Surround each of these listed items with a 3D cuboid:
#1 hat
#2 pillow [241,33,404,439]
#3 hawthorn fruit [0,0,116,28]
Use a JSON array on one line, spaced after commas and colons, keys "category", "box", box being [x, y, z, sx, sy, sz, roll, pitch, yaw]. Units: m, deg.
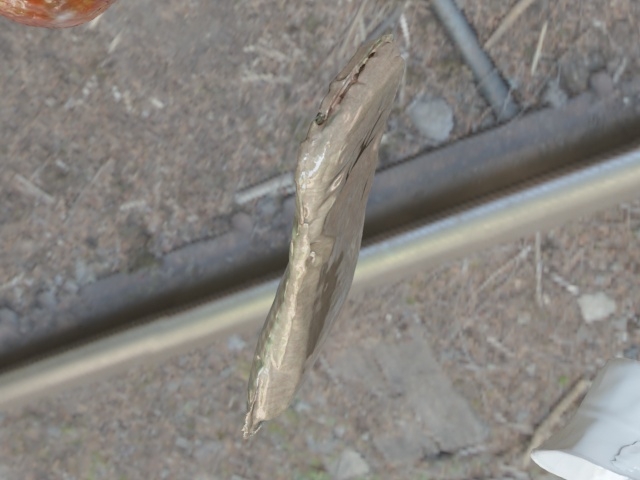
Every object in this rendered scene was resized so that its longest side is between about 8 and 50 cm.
[{"category": "hat", "box": [0.316, 0.192, 1.212, 0.203, 0.126, 0.203, 23, 167, 6]}, {"category": "pillow", "box": [0.001, -0.002, 0.654, 0.034, 0.135, 0.211, 22, 127, 11]}, {"category": "hawthorn fruit", "box": [-0.227, -0.322, 1.063, 0.284, 0.284, 0.284, 8, 128, 10]}]
